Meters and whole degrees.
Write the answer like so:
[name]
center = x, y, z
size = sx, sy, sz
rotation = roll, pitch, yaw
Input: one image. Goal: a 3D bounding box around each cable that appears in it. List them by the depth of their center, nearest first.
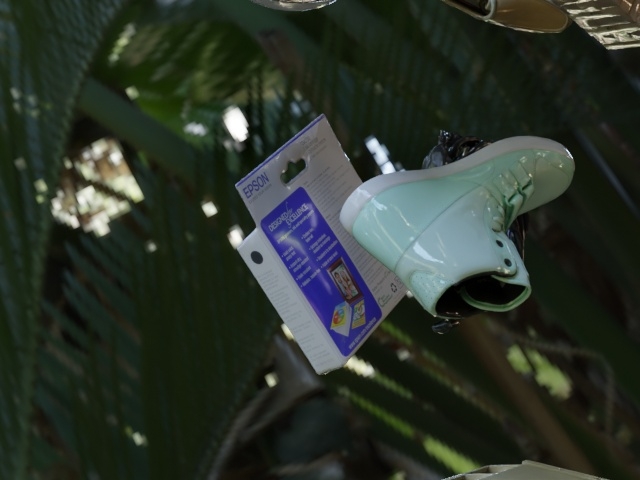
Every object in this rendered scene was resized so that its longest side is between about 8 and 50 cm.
[cable]
center = 0.144, -0.009, 1.454
size = 0.150, 0.185, 0.047
rotation = 22, -17, -40

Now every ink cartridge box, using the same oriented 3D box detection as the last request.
[ink cartridge box]
center = 0.000, 0.000, 1.508
size = 0.045, 0.208, 0.206
rotation = -24, 11, 34

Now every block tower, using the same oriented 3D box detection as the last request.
[block tower]
center = 0.286, -0.337, 1.711
size = 0.335, 0.097, 0.091
rotation = 33, -106, -30

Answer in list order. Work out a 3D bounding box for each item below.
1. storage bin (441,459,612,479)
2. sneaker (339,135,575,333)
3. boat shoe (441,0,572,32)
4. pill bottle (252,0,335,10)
[storage bin]
center = 0.201, 0.280, 1.247
size = 0.260, 0.123, 0.262
rotation = 10, 5, 30
[sneaker]
center = 0.155, -0.002, 1.308
size = 0.256, 0.151, 0.094
rotation = -16, -36, -34
[boat shoe]
center = 0.211, -0.283, 1.786
size = 0.072, 0.190, 0.068
rotation = -71, -4, -55
[pill bottle]
center = -0.017, -0.333, 1.299
size = 0.224, 0.224, 0.392
rotation = -28, -2, -5
